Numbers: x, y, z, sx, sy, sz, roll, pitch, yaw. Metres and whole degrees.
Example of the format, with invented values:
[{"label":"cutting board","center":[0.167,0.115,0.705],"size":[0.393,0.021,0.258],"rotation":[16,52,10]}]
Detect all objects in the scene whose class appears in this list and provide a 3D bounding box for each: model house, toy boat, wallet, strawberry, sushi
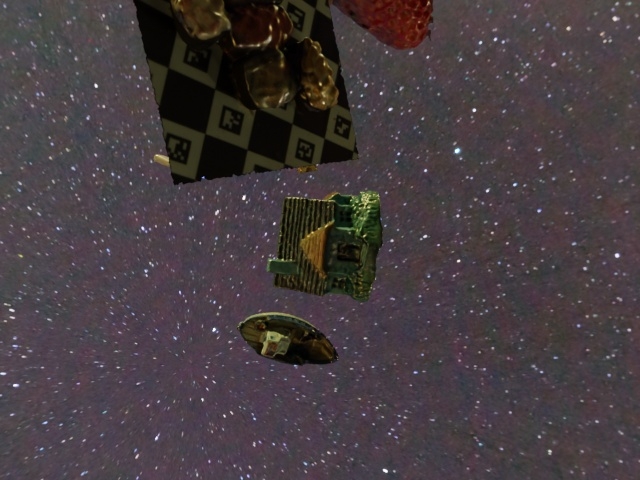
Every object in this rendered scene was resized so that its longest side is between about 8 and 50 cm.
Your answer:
[{"label":"model house","center":[0.000,0.000,1.030],"size":[0.241,0.226,0.261],"rotation":[6,-87,-10]},{"label":"toy boat","center":[-0.077,0.251,1.040],"size":[0.262,0.115,0.114],"rotation":[18,-78,-22]},{"label":"wallet","center":[-0.457,-0.240,1.338],"size":[0.122,0.061,0.025],"rotation":[22,-74,10]},{"label":"strawberry","center":[0.099,-0.523,0.885],"size":[0.150,0.280,0.253],"rotation":[-45,-113,-3]},{"label":"sushi","center":[-0.064,-0.227,0.528],"size":[0.294,0.059,0.292],"rotation":[-19,-76,-36]}]

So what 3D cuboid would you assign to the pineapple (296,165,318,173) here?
[{"label":"pineapple","center":[-0.046,-0.252,1.446],"size":[0.083,0.019,0.045],"rotation":[-20,-79,-38]}]

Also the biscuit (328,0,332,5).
[{"label":"biscuit","center":[-0.074,-0.471,0.795],"size":[0.186,0.295,0.044],"rotation":[5,-84,-31]}]
